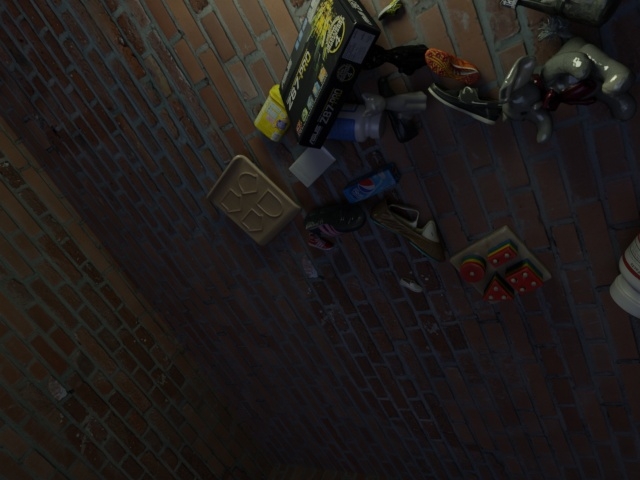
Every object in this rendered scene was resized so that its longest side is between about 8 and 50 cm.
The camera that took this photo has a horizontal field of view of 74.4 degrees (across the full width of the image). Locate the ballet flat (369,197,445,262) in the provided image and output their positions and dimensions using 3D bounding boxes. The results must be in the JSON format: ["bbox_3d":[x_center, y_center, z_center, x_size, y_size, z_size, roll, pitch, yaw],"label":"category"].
[{"bbox_3d":[0.349,-0.050,1.583,0.342,0.116,0.124,34,112,6],"label":"ballet flat"}]

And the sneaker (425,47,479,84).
[{"bbox_3d":[0.381,-0.508,1.230,0.174,0.068,0.064,22,132,-12],"label":"sneaker"}]

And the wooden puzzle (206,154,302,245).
[{"bbox_3d":[-0.285,-0.172,1.825,0.347,0.081,0.322,40,132,-11],"label":"wooden puzzle"}]

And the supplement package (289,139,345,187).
[{"bbox_3d":[-0.014,-0.304,1.568,0.105,0.105,0.179,44,132,-8],"label":"supplement package"}]

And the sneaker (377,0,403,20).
[{"bbox_3d":[0.205,-0.672,1.237,0.083,0.031,0.035,-29,107,39],"label":"sneaker"}]

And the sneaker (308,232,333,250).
[{"bbox_3d":[0.000,0.000,1.823,0.118,0.042,0.067,13,131,21],"label":"sneaker"}]

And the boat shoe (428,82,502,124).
[{"bbox_3d":[0.435,-0.426,1.259,0.232,0.084,0.079,21,128,-5],"label":"boat shoe"}]

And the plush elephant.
[{"bbox_3d":[0.600,-0.385,1.102,0.255,0.271,0.330,-44,69,28],"label":"plush elephant"}]

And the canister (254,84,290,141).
[{"bbox_3d":[-0.159,-0.463,1.547,0.126,0.073,0.170,40,133,-5],"label":"canister"}]

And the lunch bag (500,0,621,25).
[{"bbox_3d":[0.581,-0.658,0.939,0.256,0.212,0.305,35,127,24],"label":"lunch bag"}]

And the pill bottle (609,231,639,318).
[{"bbox_3d":[1.029,0.039,1.206,0.228,0.229,0.408,20,130,13],"label":"pill bottle"}]

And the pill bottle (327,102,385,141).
[{"bbox_3d":[0.102,-0.399,1.427,0.221,0.124,0.125,12,128,20],"label":"pill bottle"}]

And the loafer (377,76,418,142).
[{"bbox_3d":[0.251,-0.430,1.370,0.078,0.076,0.223,-23,107,14],"label":"loafer"}]

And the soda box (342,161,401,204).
[{"bbox_3d":[0.188,-0.209,1.556,0.210,0.071,0.067,-22,111,37],"label":"soda box"}]

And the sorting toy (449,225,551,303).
[{"bbox_3d":[0.651,0.117,1.546,0.257,0.089,0.255,44,131,-8],"label":"sorting toy"}]

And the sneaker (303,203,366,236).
[{"bbox_3d":[0.079,-0.069,1.667,0.131,0.112,0.318,31,161,-38],"label":"sneaker"}]

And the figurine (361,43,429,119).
[{"bbox_3d":[0.208,-0.465,1.239,0.092,0.209,0.215,26,121,59],"label":"figurine"}]

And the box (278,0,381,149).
[{"bbox_3d":[0.006,-0.531,1.271,0.097,0.319,0.395,6,139,-27],"label":"box"}]

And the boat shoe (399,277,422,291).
[{"bbox_3d":[0.383,0.183,1.769,0.100,0.035,0.035,25,134,17],"label":"boat shoe"}]
